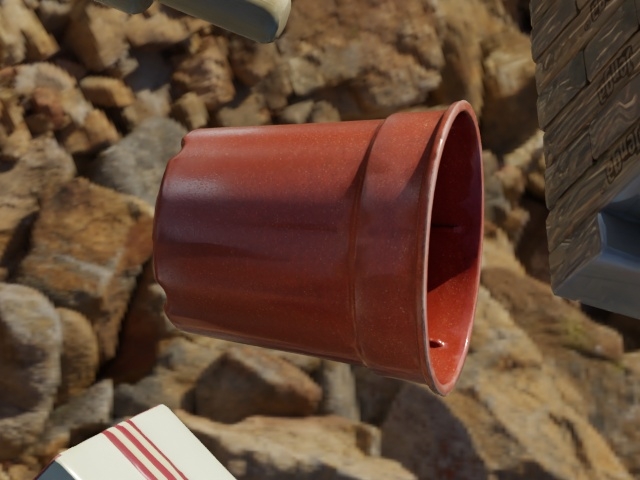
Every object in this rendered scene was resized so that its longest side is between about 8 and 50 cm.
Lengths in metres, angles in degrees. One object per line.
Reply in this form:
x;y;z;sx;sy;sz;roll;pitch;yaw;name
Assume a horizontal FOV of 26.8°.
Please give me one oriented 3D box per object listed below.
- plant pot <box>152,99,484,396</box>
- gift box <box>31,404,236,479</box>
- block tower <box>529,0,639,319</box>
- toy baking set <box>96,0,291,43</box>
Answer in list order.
0.000;0.000;1.269;0.272;0.265;0.272;3;90;-73;plant pot
-0.136;0.300;0.913;0.258;0.255;0.276;44;14;5;gift box
0.134;-0.130;0.501;0.091;0.097;0.335;15;53;-19;block tower
-0.085;-0.159;0.340;0.256;0.196;0.030;19;40;8;toy baking set
